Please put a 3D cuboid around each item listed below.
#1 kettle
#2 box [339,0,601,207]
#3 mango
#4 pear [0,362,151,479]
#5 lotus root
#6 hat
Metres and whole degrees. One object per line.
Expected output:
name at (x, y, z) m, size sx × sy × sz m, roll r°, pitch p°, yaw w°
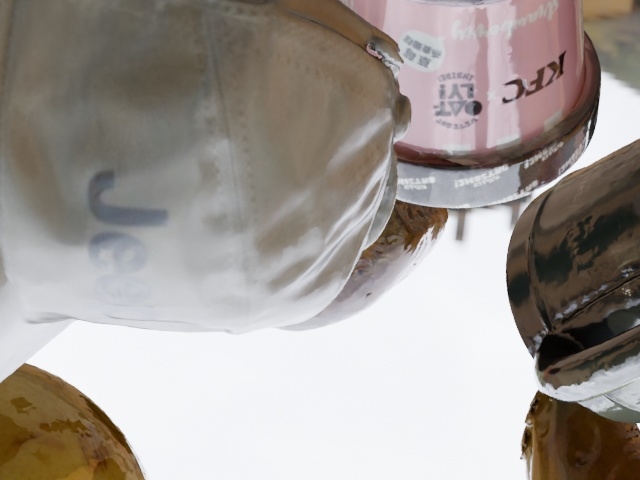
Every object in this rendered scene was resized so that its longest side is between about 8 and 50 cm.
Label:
kettle at (0.307, 0.019, 1.495) m, size 0.321 × 0.324 × 0.228 m, roll -36°, pitch -88°, yaw -38°
box at (0.069, -0.116, 0.951) m, size 0.151 × 0.135 × 0.151 m, roll -1°, pitch -134°, yaw 1°
mango at (0.265, 0.235, 1.748) m, size 0.156 × 0.248 × 0.151 m, roll -22°, pitch 157°, yaw 23°
pear at (-0.246, 0.217, 1.327) m, size 0.281 × 0.281 × 0.281 m, roll 4°, pitch -153°, yaw -2°
lotus root at (0.002, -0.007, 1.988) m, size 0.291 × 0.193 × 0.193 m, roll -31°, pitch 180°, yaw 41°
hat at (-0.080, 0.010, 0.653) m, size 0.149 × 0.214 × 0.244 m, roll 18°, pitch -125°, yaw 19°
